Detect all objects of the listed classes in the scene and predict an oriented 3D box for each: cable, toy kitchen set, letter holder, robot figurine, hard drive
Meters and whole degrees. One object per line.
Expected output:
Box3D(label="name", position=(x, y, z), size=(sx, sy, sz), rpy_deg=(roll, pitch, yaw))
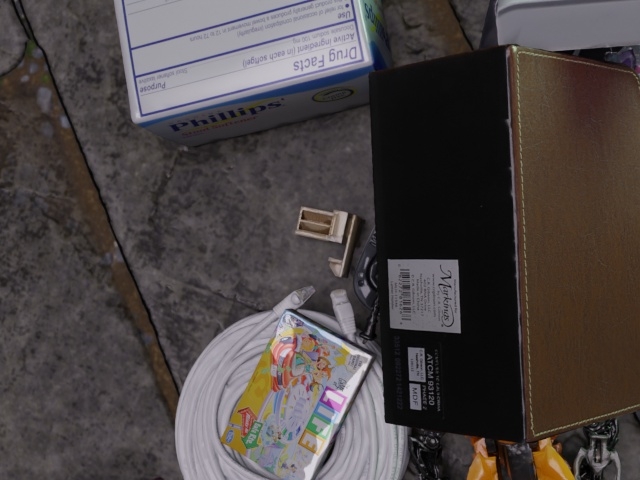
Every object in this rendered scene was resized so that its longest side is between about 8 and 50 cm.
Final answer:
Box3D(label="cable", position=(-0.031, 0.201, 1.086), size=(0.257, 0.089, 0.257), rpy_deg=(-27, 80, 13))
Box3D(label="toy kitchen set", position=(0.000, 0.000, 1.093), size=(0.075, 0.083, 0.068), rpy_deg=(12, 89, 16))
Box3D(label="letter holder", position=(0.173, 0.001, 0.874), size=(0.152, 0.214, 0.302), rpy_deg=(-2, 91, 47))
Box3D(label="robot figurine", position=(0.204, 0.260, 1.020), size=(0.211, 0.085, 0.291), rpy_deg=(-9, 84, 14))
Box3D(label="hard drive", position=(0.287, -0.272, 0.921), size=(0.233, 0.353, 0.047), rpy_deg=(-2, 125, 15))

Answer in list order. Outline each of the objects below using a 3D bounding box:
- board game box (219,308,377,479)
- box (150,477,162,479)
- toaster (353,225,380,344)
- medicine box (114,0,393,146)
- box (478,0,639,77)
Box3D(label="board game box", position=(-0.023, 0.160, 1.025), size=(0.103, 0.026, 0.154), rpy_deg=(27, 94, 15))
Box3D(label="box", position=(-0.285, 0.373, 1.077), size=(0.243, 0.213, 0.117), rpy_deg=(-31, 79, 12))
Box3D(label="toaster", position=(0.126, 0.013, 1.026), size=(0.129, 0.146, 0.227), rpy_deg=(31, 94, 16))
Box3D(label="medicine box", position=(-0.078, -0.277, 1.100), size=(0.263, 0.149, 0.289), rpy_deg=(-12, 84, 14))
Box3D(label="box", position=(0.281, -0.144, 0.986), size=(0.247, 0.163, 0.142), rpy_deg=(12, 91, 15))
